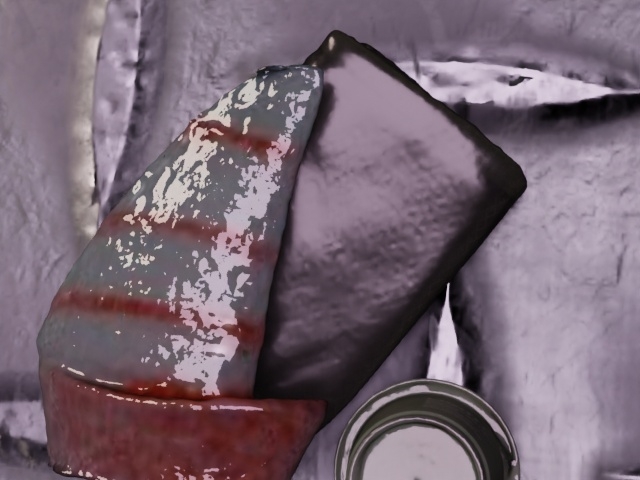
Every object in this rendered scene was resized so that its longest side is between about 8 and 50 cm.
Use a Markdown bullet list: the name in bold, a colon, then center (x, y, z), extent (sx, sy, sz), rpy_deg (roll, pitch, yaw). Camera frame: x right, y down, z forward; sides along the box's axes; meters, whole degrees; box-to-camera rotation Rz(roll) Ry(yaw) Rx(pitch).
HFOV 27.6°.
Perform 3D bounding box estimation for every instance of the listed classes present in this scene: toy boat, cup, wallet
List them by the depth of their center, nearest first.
- **cup**: center (0.064, 0.143, 0.789), extent (0.120, 0.141, 0.120), rpy_deg (-1, 83, 4)
- **toy boat**: center (-0.076, 0.019, 0.817), extent (0.206, 0.096, 0.282), rpy_deg (13, 89, 24)
- **wallet**: center (0.000, 0.000, 0.867), extent (0.168, 0.052, 0.245), rpy_deg (40, 93, 5)
